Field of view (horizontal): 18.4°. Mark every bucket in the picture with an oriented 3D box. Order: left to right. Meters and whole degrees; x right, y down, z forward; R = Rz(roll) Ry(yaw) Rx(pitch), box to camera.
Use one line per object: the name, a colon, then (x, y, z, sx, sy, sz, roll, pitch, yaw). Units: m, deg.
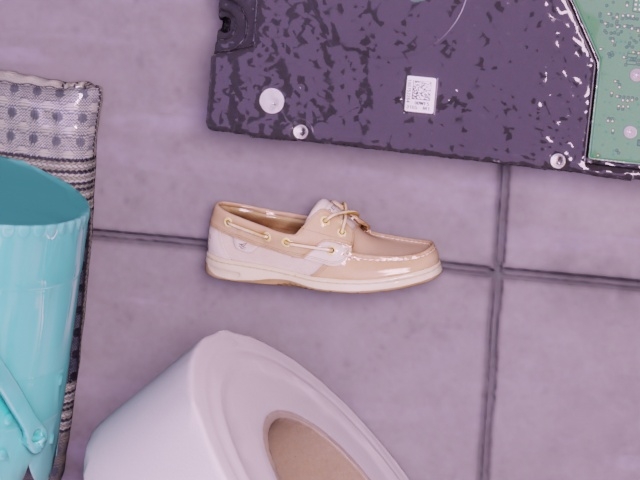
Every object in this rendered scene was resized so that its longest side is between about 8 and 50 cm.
bucket: (-0.288, 0.037, 1.296, 0.281, 0.281, 0.183, 17, 102, 10)

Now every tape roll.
tape roll: (-0.020, 0.200, 1.287, 0.100, 0.286, 0.286, -40, 88, 16)

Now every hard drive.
hard drive: (0.100, -0.172, 1.312, 0.339, 0.064, 0.237, 7, 101, 13)

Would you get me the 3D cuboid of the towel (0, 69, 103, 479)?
towel: (-0.325, 0.011, 1.459, 0.324, 0.056, 0.312, 9, 104, 10)

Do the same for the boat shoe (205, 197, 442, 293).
boat shoe: (0.000, 0.000, 1.364, 0.170, 0.063, 0.059, 3, 105, 14)
